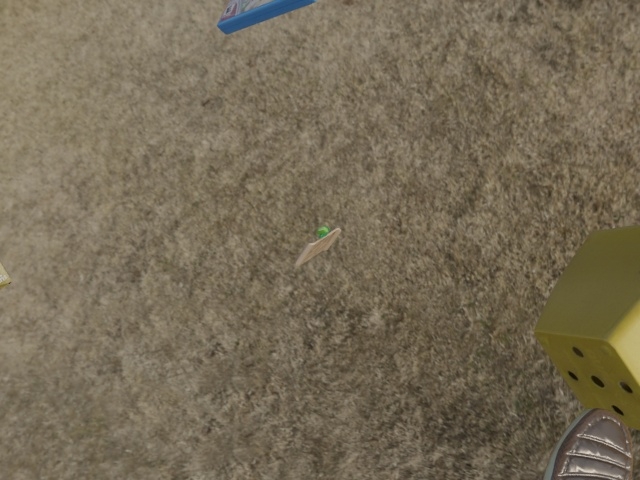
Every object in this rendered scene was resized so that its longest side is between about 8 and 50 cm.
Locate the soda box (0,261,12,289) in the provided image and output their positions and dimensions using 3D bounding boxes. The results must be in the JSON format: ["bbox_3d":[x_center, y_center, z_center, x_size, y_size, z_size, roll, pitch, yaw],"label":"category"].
[{"bbox_3d":[-0.261,-0.009,0.339,0.181,0.061,0.058,18,43,38],"label":"soda box"}]

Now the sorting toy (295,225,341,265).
[{"bbox_3d":[0.000,0.000,0.776,0.062,0.083,0.012,-27,72,-38],"label":"sorting toy"}]

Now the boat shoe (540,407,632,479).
[{"bbox_3d":[0.220,0.242,0.511,0.068,0.072,0.190,32,68,9],"label":"boat shoe"}]

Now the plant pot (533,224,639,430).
[{"bbox_3d":[0.403,0.117,0.698,0.187,0.212,0.212,-36,95,-13],"label":"plant pot"}]

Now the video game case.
[{"bbox_3d":[-0.019,-0.258,0.483,0.119,0.015,0.166,3,66,45],"label":"video game case"}]
